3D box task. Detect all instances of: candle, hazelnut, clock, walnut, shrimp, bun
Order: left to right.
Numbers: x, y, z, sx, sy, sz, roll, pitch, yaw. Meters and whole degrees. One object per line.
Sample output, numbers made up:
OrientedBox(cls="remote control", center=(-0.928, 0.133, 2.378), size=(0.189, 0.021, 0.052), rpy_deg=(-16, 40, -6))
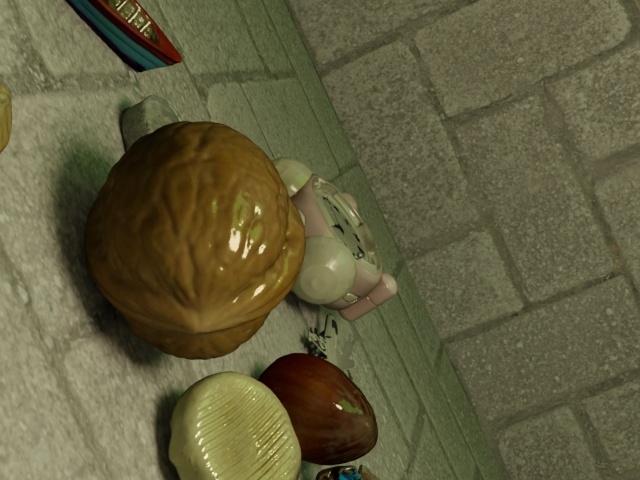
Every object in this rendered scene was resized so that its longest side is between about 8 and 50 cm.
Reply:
OrientedBox(cls="candle", center=(-0.256, -0.140, 1.669), size=(0.192, 0.068, 0.168), rpy_deg=(50, 27, -17))
OrientedBox(cls="walnut", center=(-0.169, 0.002, 1.377), size=(0.333, 0.332, 0.333), rpy_deg=(58, 16, -28))
OrientedBox(cls="bun", center=(-0.129, 0.295, 1.390), size=(0.222, 0.127, 0.222), rpy_deg=(23, 50, -30))
OrientedBox(cls="clock", center=(0.000, 0.000, 2.172), size=(0.342, 0.184, 0.326), rpy_deg=(59, 11, 26))
OrientedBox(cls="hazelnut", center=(0.001, 0.289, 1.722), size=(0.212, 0.180, 0.181), rpy_deg=(52, 22, -42))
OrientedBox(cls="shrimp", center=(0.102, 0.506, 1.891), size=(0.446, 0.110, 0.221), rpy_deg=(58, 12, -56))

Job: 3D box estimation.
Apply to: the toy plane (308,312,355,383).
OrientedBox(cls="toy plane", center=(0.016, 0.229, 2.115), size=(0.160, 0.082, 0.234), rpy_deg=(47, 7, -26))

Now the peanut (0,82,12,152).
OrientedBox(cls="peanut", center=(-0.394, -0.103, 1.039), size=(0.130, 0.130, 0.290), rpy_deg=(58, 19, -29))

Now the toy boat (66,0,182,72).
OrientedBox(cls="toy boat", center=(-0.372, -0.413, 1.700), size=(0.392, 0.079, 0.136), rpy_deg=(49, 20, -46))
